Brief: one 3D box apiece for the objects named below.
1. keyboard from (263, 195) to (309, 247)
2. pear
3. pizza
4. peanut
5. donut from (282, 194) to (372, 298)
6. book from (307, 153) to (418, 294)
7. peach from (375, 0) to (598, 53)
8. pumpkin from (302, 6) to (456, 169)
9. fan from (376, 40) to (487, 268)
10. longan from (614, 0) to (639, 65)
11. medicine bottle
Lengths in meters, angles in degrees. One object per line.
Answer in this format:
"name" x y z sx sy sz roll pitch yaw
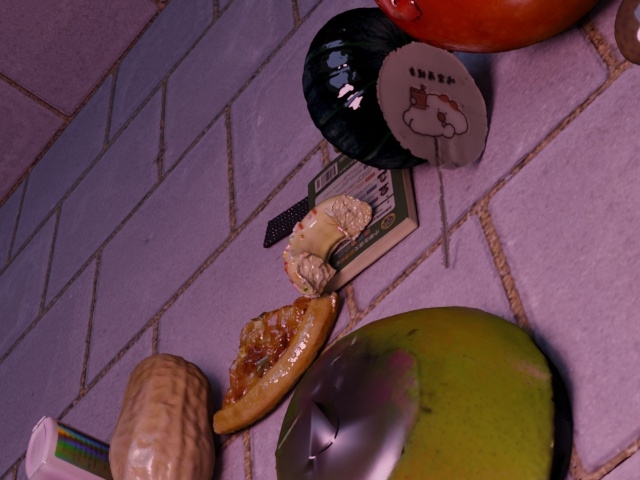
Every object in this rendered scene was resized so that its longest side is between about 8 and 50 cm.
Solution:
"keyboard" -0.027 -0.050 1.903 0.204 0.013 0.061 -32 37 41
"pear" 0.074 0.221 1.251 0.399 0.165 0.399 -41 30 30
"pizza" -0.078 0.165 1.698 0.292 0.058 0.197 -49 27 17
"peanut" -0.235 0.285 1.731 0.340 0.158 0.174 -89 -3 -52
"donut" -0.004 0.002 1.662 0.166 0.065 0.108 -58 27 -13
"book" 0.057 -0.057 1.733 0.202 0.027 0.264 -39 33 27
"peach" 0.216 -0.419 1.495 0.370 0.370 0.370 -41 30 30
"pumpkin" 0.076 -0.207 1.650 0.248 0.248 0.248 -41 30 30
"fan" 0.156 -0.117 1.517 0.009 0.191 0.329 -27 61 52
"longan" 0.393 -0.252 1.315 0.113 0.092 0.113 -26 45 29
"medicine bottle" -0.347 0.363 1.758 0.078 0.219 0.115 -49 27 18
